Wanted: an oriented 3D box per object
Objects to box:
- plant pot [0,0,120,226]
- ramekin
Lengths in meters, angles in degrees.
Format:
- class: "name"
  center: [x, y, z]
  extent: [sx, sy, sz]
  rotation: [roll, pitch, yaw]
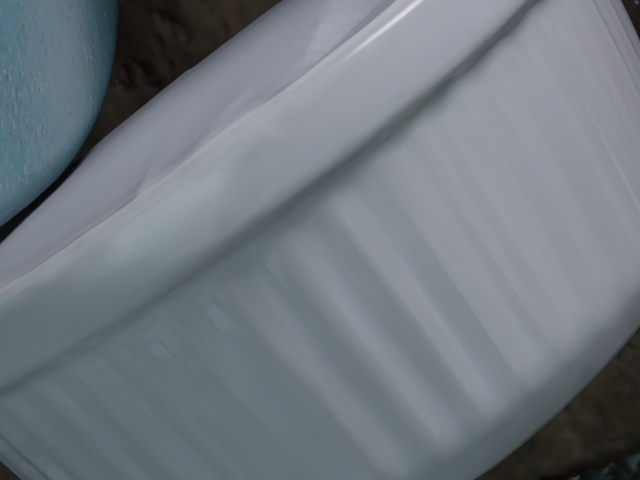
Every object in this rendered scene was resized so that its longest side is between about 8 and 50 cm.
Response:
- class: "plant pot"
  center: [-0.202, -0.129, 0.629]
  extent: [0.248, 0.252, 0.247]
  rotation: [4, 109, 24]
- class: "ramekin"
  center: [0.000, 0.000, 0.578]
  extent: [0.273, 0.273, 0.127]
  rotation: [-31, 102, 30]
